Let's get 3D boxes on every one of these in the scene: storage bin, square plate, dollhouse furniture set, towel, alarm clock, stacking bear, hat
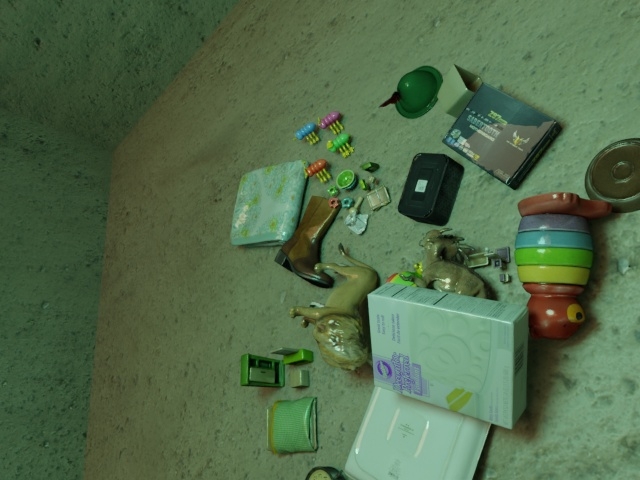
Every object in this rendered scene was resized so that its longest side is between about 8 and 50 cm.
[{"bbox_3d":[0.302,-0.141,1.418,0.122,0.084,0.180,15,85,50],"label":"storage bin"},{"bbox_3d":[0.221,0.464,1.241,0.347,0.049,0.344,9,71,51],"label":"square plate"},{"bbox_3d":[-0.130,0.494,1.582,0.197,0.151,0.302,-25,57,40],"label":"dollhouse furniture set"},{"bbox_3d":[-0.206,-0.134,1.978,0.374,0.090,0.321,-3,73,47],"label":"towel"},{"bbox_3d":[0.000,0.694,1.421,0.192,0.064,0.130,-22,59,39],"label":"alarm clock"},{"bbox_3d":[0.489,0.062,1.076,0.164,0.175,0.289,-7,77,61],"label":"stacking bear"},{"bbox_3d":[0.246,-0.477,1.542,0.173,0.183,0.209,-48,45,23],"label":"hat"},{"bbox_3d":[0.386,0.058,1.242,0.114,0.081,0.091,-16,63,44],"label":"dollhouse furniture set"},{"bbox_3d":[0.175,-0.168,1.618,0.076,0.058,0.152,-27,74,30],"label":"dollhouse furniture set"}]

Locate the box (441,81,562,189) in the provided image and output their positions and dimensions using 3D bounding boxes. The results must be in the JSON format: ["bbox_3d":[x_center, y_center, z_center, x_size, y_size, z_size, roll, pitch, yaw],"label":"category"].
[{"bbox_3d":[0.448,-0.265,1.297,0.233,0.059,0.183,46,109,35],"label":"box"}]

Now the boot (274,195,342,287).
[{"bbox_3d":[0.000,0.000,1.724,0.264,0.096,0.281,26,82,51],"label":"boot"}]

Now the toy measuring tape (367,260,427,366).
[{"bbox_3d":[0.192,0.193,1.371,0.330,0.121,0.121,-59,41,10],"label":"toy measuring tape"}]

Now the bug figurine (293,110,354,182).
[{"bbox_3d":[0.003,-0.351,1.827,0.216,0.072,0.279,-33,51,23],"label":"bug figurine"}]

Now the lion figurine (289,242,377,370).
[{"bbox_3d":[0.073,0.171,1.467,0.240,0.142,0.393,6,57,33],"label":"lion figurine"}]

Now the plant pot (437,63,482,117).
[{"bbox_3d":[0.387,-0.399,1.421,0.096,0.108,0.109,-46,45,40],"label":"plant pot"}]

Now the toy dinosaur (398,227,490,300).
[{"bbox_3d":[0.325,0.093,1.238,0.200,0.127,0.295,-42,68,-9],"label":"toy dinosaur"}]

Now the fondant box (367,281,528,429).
[{"bbox_3d":[0.270,0.238,1.122,0.330,0.096,0.239,8,111,39],"label":"fondant box"}]

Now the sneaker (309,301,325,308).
[{"bbox_3d":[0.017,0.243,1.590,0.170,0.063,0.075,20,83,45],"label":"sneaker"}]

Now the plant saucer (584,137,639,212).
[{"bbox_3d":[0.639,-0.142,1.085,0.168,0.029,0.169,-22,60,42],"label":"plant saucer"}]

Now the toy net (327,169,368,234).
[{"bbox_3d":[0.081,-0.116,1.661,0.122,0.045,0.232,-25,54,18],"label":"toy net"}]
